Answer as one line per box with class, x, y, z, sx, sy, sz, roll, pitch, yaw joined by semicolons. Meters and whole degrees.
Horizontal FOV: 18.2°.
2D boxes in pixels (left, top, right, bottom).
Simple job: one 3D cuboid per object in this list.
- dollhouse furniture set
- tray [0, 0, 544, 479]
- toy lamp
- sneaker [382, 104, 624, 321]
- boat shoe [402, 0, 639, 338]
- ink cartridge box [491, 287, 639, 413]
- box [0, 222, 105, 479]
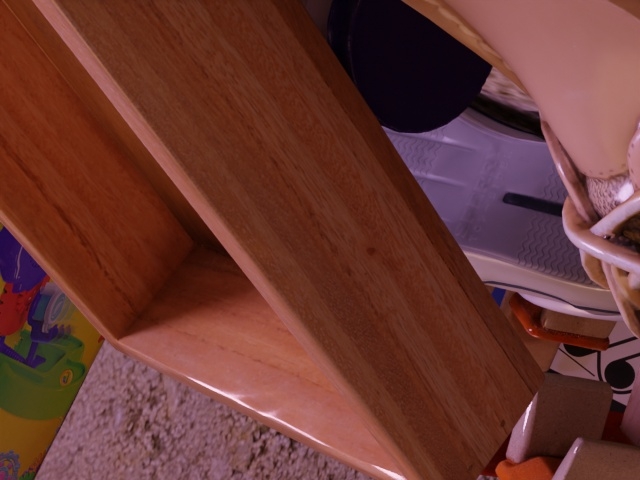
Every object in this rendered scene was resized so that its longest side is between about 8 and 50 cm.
dollhouse furniture set;0.156;0.105;0.996;0.259;0.135;0.262;11;-158;-20
tray;-0.090;-0.075;0.671;0.203;0.076;0.411;21;157;43
toy lamp;-0.049;-0.098;0.778;0.080;0.080;0.275;31;174;-41
sneaker;0.070;-0.013;0.931;0.258;0.094;0.091;23;171;34
boat shoe;0.123;-0.020;0.526;0.341;0.110;0.121;28;175;-12
ink cartridge box;0.117;0.037;1.135;0.207;0.097;0.046;26;-159;8
box;-0.254;-0.040;1.174;0.279;0.290;0.177;23;174;28
